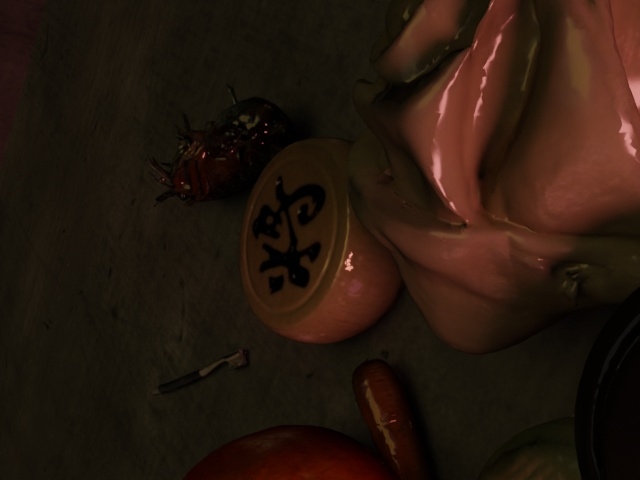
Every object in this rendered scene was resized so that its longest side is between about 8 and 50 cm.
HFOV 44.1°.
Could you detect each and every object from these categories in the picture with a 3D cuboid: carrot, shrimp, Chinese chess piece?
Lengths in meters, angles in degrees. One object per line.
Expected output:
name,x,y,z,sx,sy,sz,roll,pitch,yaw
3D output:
carrot,0.090,0.240,0.850,0.059,0.059,0.248,-43,54,39
shrimp,-0.161,-0.143,1.226,0.372,0.137,0.172,-7,40,45
Chinese chess piece,0.000,0.000,0.984,0.257,0.104,0.257,-16,69,50

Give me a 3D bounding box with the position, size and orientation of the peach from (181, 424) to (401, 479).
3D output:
peach,-0.034,0.363,0.776,0.306,0.242,0.380,-65,35,24

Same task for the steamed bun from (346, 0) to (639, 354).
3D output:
steamed bun,0.159,-0.117,0.614,0.367,0.255,0.343,-28,35,49

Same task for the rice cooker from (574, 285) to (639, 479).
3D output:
rice cooker,0.285,0.113,0.443,0.280,0.227,0.241,-45,64,36

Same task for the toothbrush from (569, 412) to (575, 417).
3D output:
toothbrush,0.249,0.144,0.690,0.204,0.017,0.022,-49,57,34

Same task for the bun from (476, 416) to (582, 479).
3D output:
bun,0.214,0.245,0.631,0.221,0.108,0.221,15,108,53

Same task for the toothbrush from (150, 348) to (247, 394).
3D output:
toothbrush,-0.199,0.218,1.266,0.288,0.024,0.026,-28,75,46
